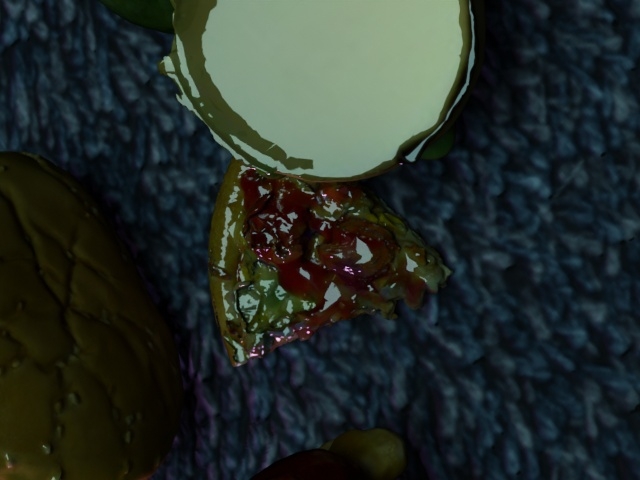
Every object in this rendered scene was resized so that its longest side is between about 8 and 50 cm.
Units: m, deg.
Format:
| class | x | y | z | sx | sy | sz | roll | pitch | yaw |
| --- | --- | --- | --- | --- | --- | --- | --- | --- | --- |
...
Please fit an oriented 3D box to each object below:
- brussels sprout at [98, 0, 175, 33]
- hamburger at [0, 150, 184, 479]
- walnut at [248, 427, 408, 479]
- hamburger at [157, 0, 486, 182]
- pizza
| class | x | y | z | sx | sy | sz | roll | pitch | yaw |
| --- | --- | --- | --- | --- | --- | --- | --- | --- | --- |
| brussels sprout | -0.112 | -0.248 | 1.191 | 0.145 | 0.131 | 0.183 | 26 | 103 | 15 |
| hamburger | -0.240 | 0.082 | 1.180 | 0.158 | 0.318 | 0.319 | -36 | 77 | 33 |
| walnut | -0.012 | 0.269 | 1.136 | 0.269 | 0.221 | 0.244 | -53 | 39 | 28 |
| hamburger | 0.009 | -0.147 | 1.125 | 0.237 | 0.149 | 0.237 | 1 | 99 | 8 |
| pizza | 0.000 | 0.000 | 1.191 | 0.193 | 0.053 | 0.201 | 3 | 93 | 25 |
